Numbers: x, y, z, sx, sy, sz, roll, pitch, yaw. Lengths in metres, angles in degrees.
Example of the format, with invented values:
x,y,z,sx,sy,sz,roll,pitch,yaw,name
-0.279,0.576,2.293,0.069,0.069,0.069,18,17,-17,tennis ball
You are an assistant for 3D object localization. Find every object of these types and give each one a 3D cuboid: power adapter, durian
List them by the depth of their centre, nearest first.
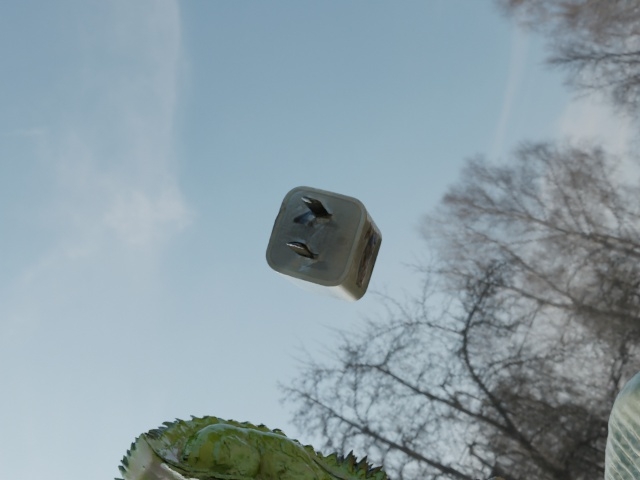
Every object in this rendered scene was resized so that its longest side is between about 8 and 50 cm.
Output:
x,y,z,sx,sy,sz,roll,pitch,yaw,name
-0.071,0.293,0.795,0.352,0.169,0.158,22,-104,-26,durian
0.000,0.000,0.966,0.205,0.125,0.130,42,-116,-71,power adapter

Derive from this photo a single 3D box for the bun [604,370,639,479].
x,y,z,sx,sy,sz,roll,pitch,yaw,name
0.472,0.306,0.777,0.326,0.235,0.362,76,180,-73,bun

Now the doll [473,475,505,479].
x,y,z,sx,sy,sz,roll,pitch,yaw,name
0.209,0.321,0.668,0.105,0.221,0.115,-46,-3,-19,doll
